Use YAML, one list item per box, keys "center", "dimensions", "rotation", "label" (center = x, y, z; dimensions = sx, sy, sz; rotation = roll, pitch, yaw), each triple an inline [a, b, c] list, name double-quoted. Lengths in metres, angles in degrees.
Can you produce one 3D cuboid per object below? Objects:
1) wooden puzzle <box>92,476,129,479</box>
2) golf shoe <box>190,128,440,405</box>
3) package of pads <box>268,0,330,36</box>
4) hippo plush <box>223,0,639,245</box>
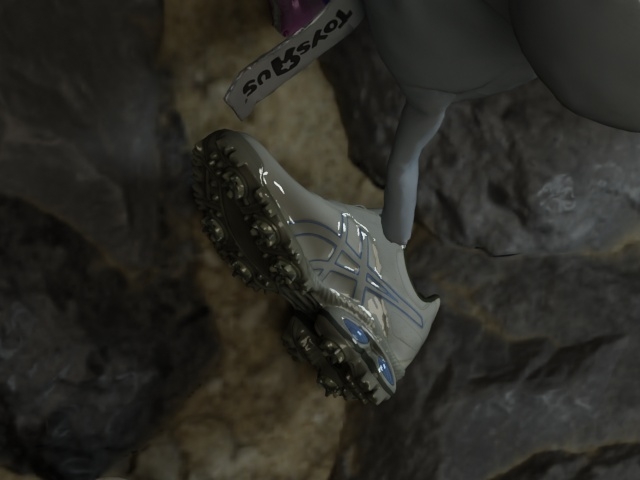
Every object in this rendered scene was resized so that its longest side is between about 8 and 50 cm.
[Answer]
- center: [-0.055, 0.321, 0.938]
  dimensions: [0.322, 0.080, 0.348]
  rotation: [20, 108, -25]
  label: "wooden puzzle"
- center: [0.000, 0.000, 0.901]
  dimensions: [0.086, 0.069, 0.176]
  rotation: [-47, 122, -24]
  label: "golf shoe"
- center: [0.010, -0.138, 0.866]
  dimensions: [0.083, 0.032, 0.050]
  rotation: [-20, 116, -14]
  label: "package of pads"
- center: [0.090, -0.146, 0.714]
  dimensions: [0.234, 0.236, 0.294]
  rotation: [38, 89, -28]
  label: "hippo plush"
